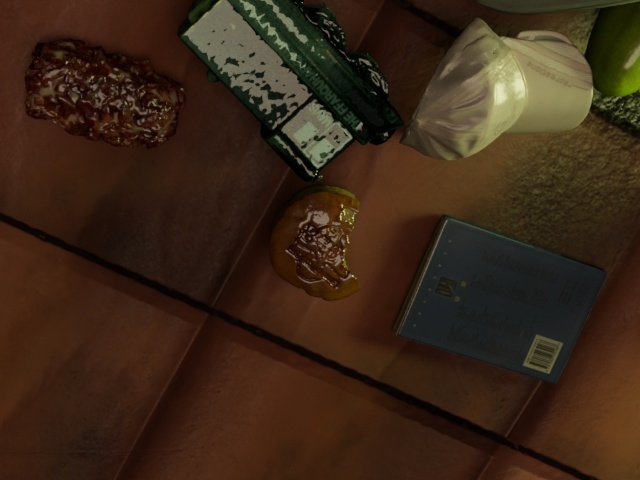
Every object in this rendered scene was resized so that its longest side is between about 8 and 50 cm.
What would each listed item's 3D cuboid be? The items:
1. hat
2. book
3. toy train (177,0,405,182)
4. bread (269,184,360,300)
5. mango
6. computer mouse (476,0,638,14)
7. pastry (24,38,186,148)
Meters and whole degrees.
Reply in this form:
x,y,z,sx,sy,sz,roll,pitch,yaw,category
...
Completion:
x,y,z,sx,sy,sz,roll,pitch,yaw,category
0.233,-0.162,1.632,0.226,0.164,0.219,19,140,-2,hat
0.262,0.089,1.824,0.269,0.025,0.191,18,104,-15,book
-0.043,-0.225,1.607,0.178,0.138,0.330,-41,110,10,toy train
-0.010,0.003,1.714,0.125,0.086,0.156,-3,108,-7,bread
0.447,-0.318,1.634,0.143,0.175,0.293,30,104,-8,mango
0.326,-0.386,1.574,0.330,0.095,0.197,0,93,24,computer mouse
-0.275,-0.185,1.602,0.208,0.097,0.115,20,115,-17,pastry
